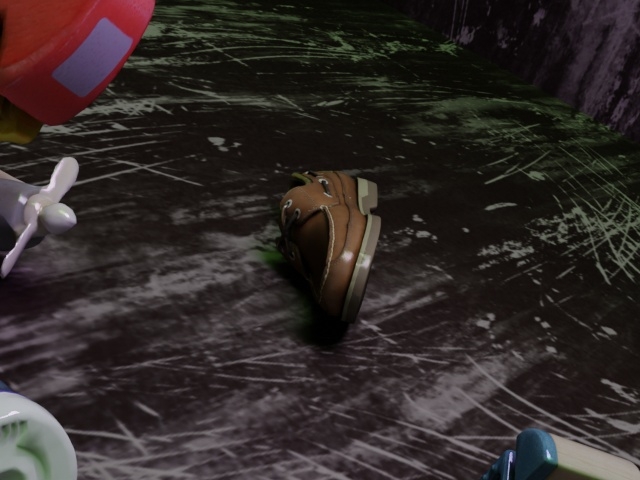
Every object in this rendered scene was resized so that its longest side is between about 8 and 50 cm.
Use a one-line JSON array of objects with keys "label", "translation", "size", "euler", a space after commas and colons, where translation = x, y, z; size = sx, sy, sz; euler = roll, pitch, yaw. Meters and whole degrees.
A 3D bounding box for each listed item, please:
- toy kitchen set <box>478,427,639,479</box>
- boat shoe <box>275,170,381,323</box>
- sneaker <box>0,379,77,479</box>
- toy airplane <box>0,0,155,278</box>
[{"label": "toy kitchen set", "translation": [0.090, 0.219, 0.623], "size": [0.122, 0.207, 0.166], "euler": [20, 46, -7]}, {"label": "boat shoe", "translation": [0.000, 0.000, 1.090], "size": [0.104, 0.111, 0.307], "euler": [17, 14, -4]}, {"label": "sneaker", "translation": [-0.307, 0.148, 0.515], "size": [0.236, 0.130, 0.322], "euler": [13, 32, 41]}, {"label": "toy airplane", "translation": [-0.344, -0.082, 0.747], "size": [0.386, 0.384, 0.273], "euler": [-3, 69, -30]}]
